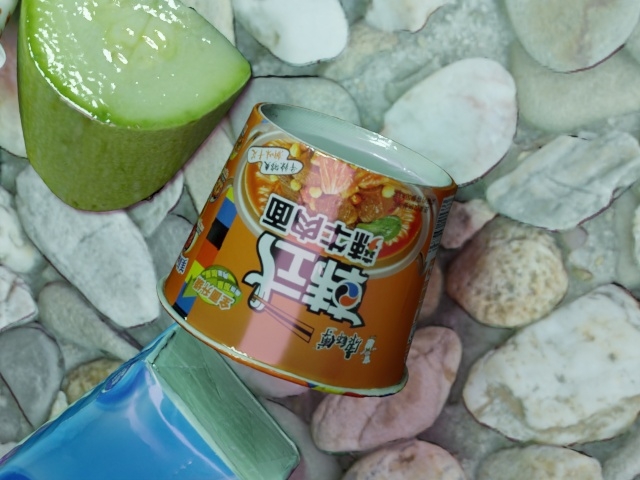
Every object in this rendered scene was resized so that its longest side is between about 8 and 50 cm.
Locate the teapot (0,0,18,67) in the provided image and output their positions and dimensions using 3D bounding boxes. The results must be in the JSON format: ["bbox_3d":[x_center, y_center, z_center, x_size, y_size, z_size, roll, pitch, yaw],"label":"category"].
[{"bbox_3d":[-0.369,-0.269,1.372,0.245,0.116,0.159,41,126,-5],"label":"teapot"}]

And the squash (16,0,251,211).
[{"bbox_3d":[-0.217,-0.153,1.424,0.237,0.155,0.204,38,77,1],"label":"squash"}]

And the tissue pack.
[{"bbox_3d":[-0.188,0.241,1.482,0.263,0.146,0.198,-37,96,23],"label":"tissue pack"}]

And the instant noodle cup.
[{"bbox_3d":[0.000,0.000,1.312,0.250,0.250,0.192,24,104,5],"label":"instant noodle cup"}]
